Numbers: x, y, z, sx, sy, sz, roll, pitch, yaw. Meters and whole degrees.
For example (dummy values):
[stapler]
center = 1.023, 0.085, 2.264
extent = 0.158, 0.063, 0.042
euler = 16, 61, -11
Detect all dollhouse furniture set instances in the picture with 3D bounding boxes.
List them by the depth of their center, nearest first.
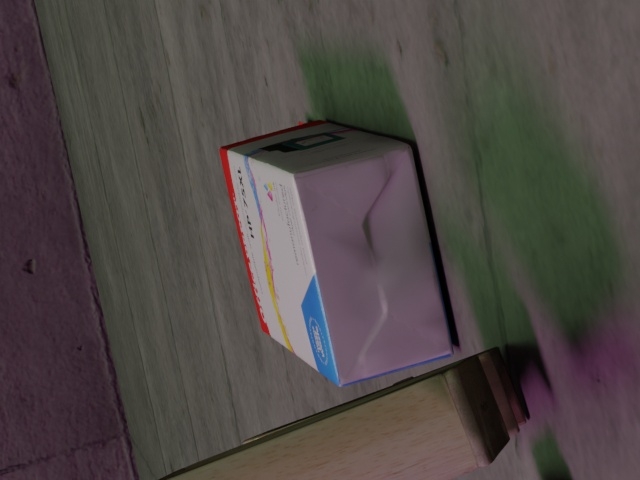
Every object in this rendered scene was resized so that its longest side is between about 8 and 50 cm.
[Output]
[dollhouse furniture set]
center = 0.057, 0.251, 0.887
extent = 0.303, 0.174, 0.355
euler = -6, -105, -79

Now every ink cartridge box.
[ink cartridge box]
center = 0.000, 0.000, 1.183
extent = 0.231, 0.078, 0.134
euler = -156, 52, -72
